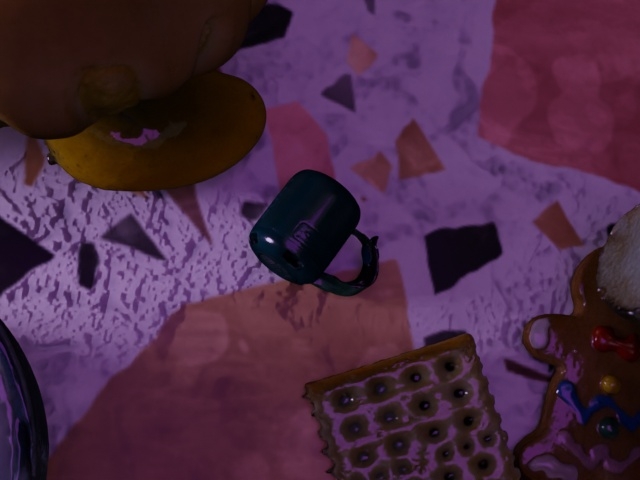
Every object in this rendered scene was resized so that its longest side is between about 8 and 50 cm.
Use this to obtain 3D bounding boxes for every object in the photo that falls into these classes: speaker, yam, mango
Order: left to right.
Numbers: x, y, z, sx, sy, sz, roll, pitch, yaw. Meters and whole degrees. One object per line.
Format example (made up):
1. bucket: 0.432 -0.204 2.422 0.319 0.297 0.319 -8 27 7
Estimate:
1. mango: -0.113 -0.086 0.665 0.161 0.076 0.103 -5 74 -22
2. speaker: -0.002 0.001 0.690 0.075 0.060 0.094 -53 129 -16
3. yam: 0.311 0.044 0.702 0.194 0.107 0.107 26 75 -27

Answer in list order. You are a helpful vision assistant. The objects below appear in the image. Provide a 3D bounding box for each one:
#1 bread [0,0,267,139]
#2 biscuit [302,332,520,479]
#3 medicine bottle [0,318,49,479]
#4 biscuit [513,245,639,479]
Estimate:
1. bread: -0.176 -0.179 0.573 0.333 0.160 0.333 8 40 -6
2. biscuit: 0.084 0.196 0.682 0.139 0.016 0.231 -16 85 -10
3. medicine bottle: -0.260 0.115 0.483 0.245 0.290 0.245 2 79 -11
4. biscuit: 0.221 0.098 0.729 0.138 0.031 0.205 19 75 -9
